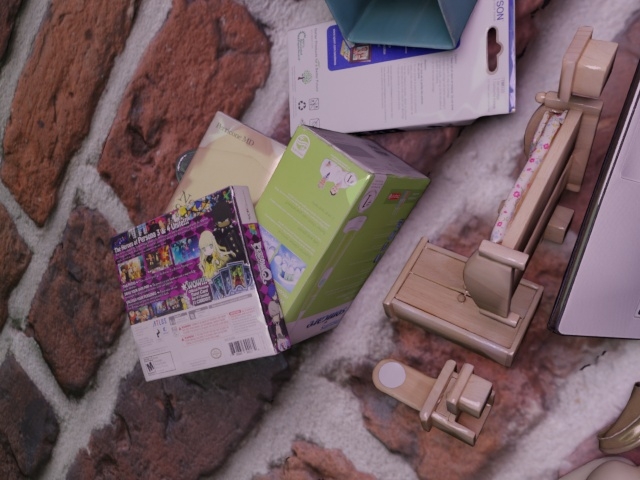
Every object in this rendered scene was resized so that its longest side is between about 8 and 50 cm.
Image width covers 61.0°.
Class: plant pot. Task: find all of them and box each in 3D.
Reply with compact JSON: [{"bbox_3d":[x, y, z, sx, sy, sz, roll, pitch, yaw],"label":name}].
[{"bbox_3d":[0.119,-0.379,0.642,0.166,0.165,0.234,21,73,37],"label":"plant pot"}]

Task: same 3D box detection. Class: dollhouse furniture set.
[{"bbox_3d":[0.141,0.009,0.575,0.174,0.355,0.303,22,66,27],"label":"dollhouse furniture set"}]

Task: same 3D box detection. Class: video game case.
[{"bbox_3d":[-0.165,0.063,0.708,0.232,0.042,0.210,-19,85,30],"label":"video game case"}]

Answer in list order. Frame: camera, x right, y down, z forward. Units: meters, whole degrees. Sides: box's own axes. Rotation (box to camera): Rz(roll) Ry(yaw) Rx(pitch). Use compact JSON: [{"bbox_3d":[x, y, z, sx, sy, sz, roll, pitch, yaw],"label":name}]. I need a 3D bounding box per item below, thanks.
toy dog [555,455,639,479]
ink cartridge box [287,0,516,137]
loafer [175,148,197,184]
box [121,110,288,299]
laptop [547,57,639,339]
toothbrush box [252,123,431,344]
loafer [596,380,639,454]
[{"bbox_3d":[0.352,0.351,0.448,0.284,0.408,0.395,47,115,19],"label":"toy dog"},{"bbox_3d":[0.106,-0.234,0.754,0.333,0.065,0.165,2,94,32],"label":"ink cartridge box"},{"bbox_3d":[-0.173,-0.026,0.941,0.096,0.084,0.267,-17,88,0],"label":"loafer"},{"bbox_3d":[-0.153,-0.020,0.831,0.148,0.121,0.311,27,93,8],"label":"box"},{"bbox_3d":[0.474,-0.042,0.455,0.236,0.408,0.381,35,114,61],"label":"laptop"},{"bbox_3d":[0.000,0.000,0.751,0.122,0.206,0.283,38,112,23],"label":"toothbrush box"},{"bbox_3d":[0.378,0.192,0.630,0.148,0.056,0.050,-45,71,15],"label":"loafer"}]
